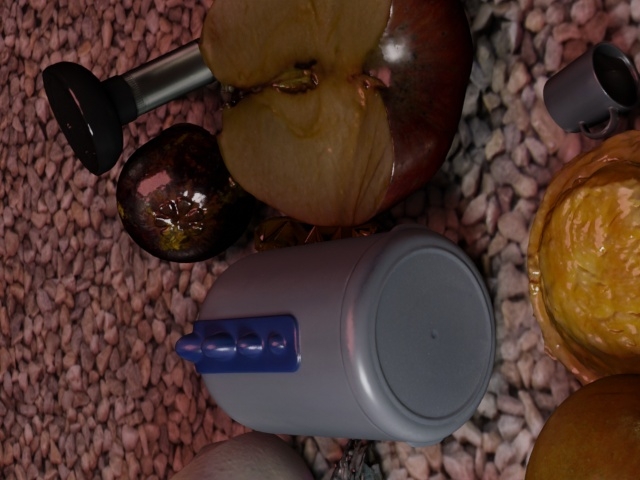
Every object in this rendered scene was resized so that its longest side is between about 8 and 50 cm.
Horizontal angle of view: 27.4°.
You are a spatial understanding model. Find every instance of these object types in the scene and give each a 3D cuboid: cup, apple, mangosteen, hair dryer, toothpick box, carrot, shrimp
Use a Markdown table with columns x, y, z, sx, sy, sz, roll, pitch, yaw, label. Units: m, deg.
| x | y | z | sx | sy | sz | roll | pitch | yaw | label |
| --- | --- | --- | --- | --- | --- | --- | --- | --- | --- |
| 0.288 | -0.150 | 1.400 | 0.077 | 0.078 | 0.100 | -31 | 48 | 45 | cup |
| 0.008 | -0.197 | 1.560 | 0.365 | 0.295 | 0.328 | -4 | 56 | 49 | apple |
| -0.187 | -0.076 | 1.834 | 0.192 | 0.192 | 0.217 | -56 | 19 | 26 | mangosteen |
| 0.309 | 0.234 | 1.236 | 0.237 | 0.237 | 0.207 | -19 | 36 | 44 | apple |
| -0.233 | -0.191 | 1.847 | 0.155 | 0.320 | 0.284 | 58 | 151 | 8 | hair dryer |
| -0.005 | 0.116 | 1.547 | 0.355 | 0.263 | 0.263 | -7 | 80 | 47 | toothpick box |
| 0.000 | -0.001 | 1.697 | 0.229 | 0.069 | 0.069 | 4 | 88 | 48 | carrot |
| 0.044 | 0.305 | 1.610 | 0.090 | 0.079 | 0.232 | 122 | 152 | -79 | shrimp |

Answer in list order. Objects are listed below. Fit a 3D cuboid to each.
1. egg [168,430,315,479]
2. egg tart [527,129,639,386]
| x | y | z | sx | sy | sz | roll | pitch | yaw | label |
| --- | --- | --- | --- | --- | --- | --- | --- | --- | --- |
| -0.114 | 0.344 | 1.625 | 0.206 | 0.162 | 0.271 | 28 | 68 | 29 | egg |
| 0.318 | 0.029 | 1.316 | 0.319 | 0.128 | 0.319 | -4 | 85 | 46 | egg tart |
